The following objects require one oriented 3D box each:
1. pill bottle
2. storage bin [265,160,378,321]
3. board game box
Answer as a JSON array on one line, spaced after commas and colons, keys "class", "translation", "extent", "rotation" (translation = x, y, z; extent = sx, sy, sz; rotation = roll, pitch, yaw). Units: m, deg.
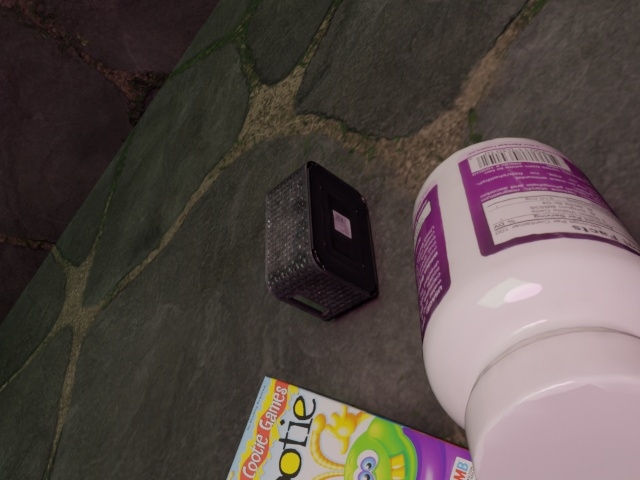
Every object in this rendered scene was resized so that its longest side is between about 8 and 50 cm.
[{"class": "pill bottle", "translation": [0.159, 0.048, 0.437], "extent": [0.169, 0.169, 0.301], "rotation": [-40, 18, 25]}, {"class": "storage bin", "translation": [0.000, 0.000, 0.773], "extent": [0.084, 0.122, 0.180], "rotation": [-33, 44, 33]}, {"class": "board game box", "translation": [0.053, 0.235, 0.527], "extent": [0.275, 0.142, 0.144], "rotation": [2, 67, 50]}]
